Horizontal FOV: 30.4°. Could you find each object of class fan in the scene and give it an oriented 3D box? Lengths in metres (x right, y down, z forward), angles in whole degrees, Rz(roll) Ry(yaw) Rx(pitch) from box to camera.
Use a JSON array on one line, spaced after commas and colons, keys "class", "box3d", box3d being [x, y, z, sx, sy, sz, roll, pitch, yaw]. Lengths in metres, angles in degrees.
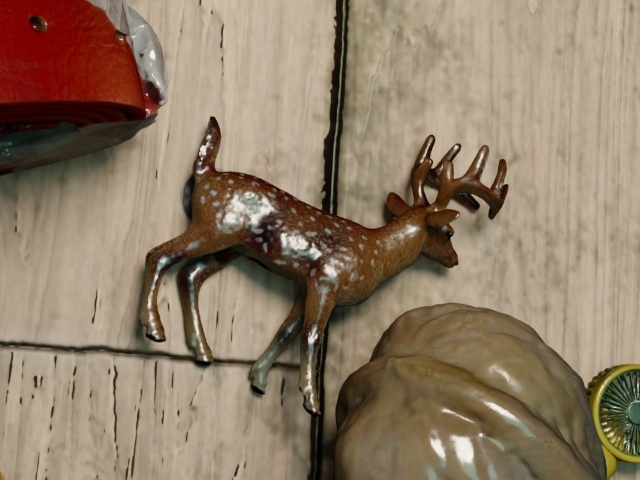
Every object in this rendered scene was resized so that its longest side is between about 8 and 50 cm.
[{"class": "fan", "box3d": [0.233, 0.170, 0.977, 0.082, 0.039, 0.155, 45, 75, -7]}]

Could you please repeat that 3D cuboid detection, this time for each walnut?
[{"class": "walnut", "box3d": [0.105, 0.157, 0.851, 0.224, 0.224, 0.224, 2, 82, -16]}]

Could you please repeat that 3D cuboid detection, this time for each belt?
[{"class": "belt", "box3d": [-0.260, -0.106, 0.776, 0.324, 0.227, 0.115, -11, 86, -37]}]

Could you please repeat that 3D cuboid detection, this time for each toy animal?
[{"class": "toy animal", "box3d": [0.006, -0.001, 0.911, 0.243, 0.087, 0.260, 28, 79, -13]}]

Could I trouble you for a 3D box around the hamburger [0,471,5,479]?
[{"class": "hamburger", "box3d": [-0.264, 0.207, 0.696, 0.170, 0.302, 0.302, -26, 90, -11]}]
